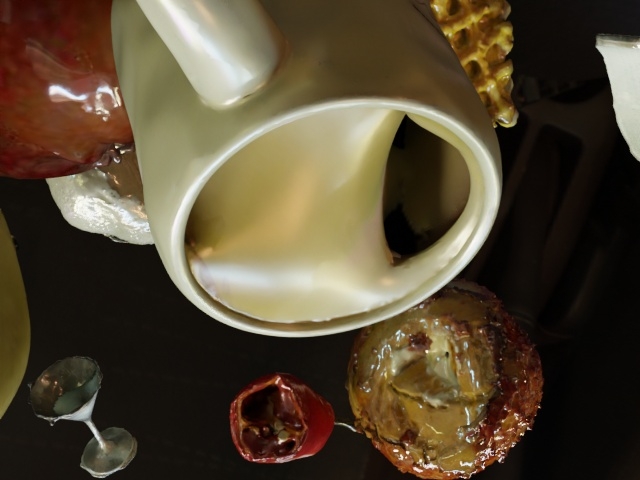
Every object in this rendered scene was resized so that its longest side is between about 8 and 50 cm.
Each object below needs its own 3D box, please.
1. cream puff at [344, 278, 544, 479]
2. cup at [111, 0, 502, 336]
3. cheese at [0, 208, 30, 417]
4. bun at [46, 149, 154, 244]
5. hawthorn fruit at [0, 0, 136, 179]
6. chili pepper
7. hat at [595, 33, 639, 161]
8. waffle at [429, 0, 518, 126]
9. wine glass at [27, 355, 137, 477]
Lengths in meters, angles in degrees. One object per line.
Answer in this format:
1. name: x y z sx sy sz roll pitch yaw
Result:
1. cream puff: 0.213 0.230 1.594 0.228 0.350 0.350 28 88 -52
2. cup: -0.045 -0.089 0.474 0.255 0.202 0.173 22 126 -39
3. cheese: -0.268 0.043 0.551 0.128 0.316 0.260 4 91 10
4. bun: -0.255 -0.093 1.263 0.141 0.239 0.239 -33 105 33
5. hawthorn fruit: -0.181 -0.206 0.705 0.308 0.308 0.325 -22 72 -10
6. chili pepper: -0.050 0.284 1.532 0.131 0.338 0.135 -31 76 7
7. hat: 0.439 -0.166 1.001 0.168 0.301 0.258 -48 136 -20
8. waffle: 0.106 -0.210 1.150 0.329 0.062 0.329 -3 97 -29
9. wine glass: -0.361 0.277 1.488 0.122 0.122 0.183 -26 134 -10
